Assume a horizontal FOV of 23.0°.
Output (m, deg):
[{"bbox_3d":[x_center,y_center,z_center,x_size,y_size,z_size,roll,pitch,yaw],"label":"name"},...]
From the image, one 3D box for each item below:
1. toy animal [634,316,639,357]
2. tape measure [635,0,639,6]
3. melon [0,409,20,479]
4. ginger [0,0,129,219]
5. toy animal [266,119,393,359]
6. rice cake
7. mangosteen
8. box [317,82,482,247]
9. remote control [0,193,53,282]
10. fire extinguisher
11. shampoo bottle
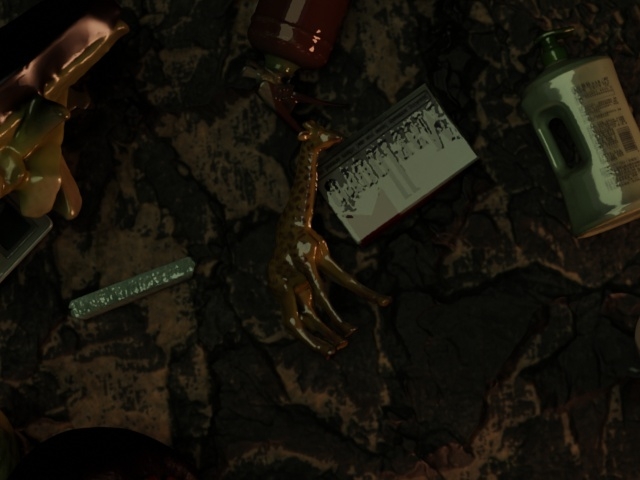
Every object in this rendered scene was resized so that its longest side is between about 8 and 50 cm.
[{"bbox_3d":[0.439,0.154,1.728,0.124,0.124,0.212,-43,109,6],"label":"toy animal"},{"bbox_3d":[0.459,-0.218,1.701,0.271,0.231,0.133,30,106,-23],"label":"tape measure"},{"bbox_3d":[-0.513,0.294,1.854,0.329,0.248,0.248,-28,79,5],"label":"melon"},{"bbox_3d":[-0.380,-0.106,1.868,0.413,0.358,0.211,-39,114,-8],"label":"ginger"},{"bbox_3d":[-0.008,0.002,1.839,0.149,0.054,0.275,-16,88,32],"label":"toy animal"},{"bbox_3d":[-0.226,0.058,1.918,0.171,0.033,0.029,-22,77,11],"label":"rice cake"},{"bbox_3d":[-0.257,0.357,1.802,0.302,0.275,0.275,-41,76,36],"label":"mangosteen"},{"bbox_3d":[0.087,-0.088,1.856,0.177,0.036,0.115,-35,78,8],"label":"box"},{"bbox_3d":[-0.462,0.053,1.967,0.103,0.051,0.293,44,92,13],"label":"remote control"},{"bbox_3d":[0.005,-0.287,1.868,0.147,0.106,0.337,20,91,-11],"label":"fire extinguisher"},{"bbox_3d":[0.299,-0.130,1.784,0.118,0.087,0.234,-23,80,10],"label":"shampoo bottle"}]
